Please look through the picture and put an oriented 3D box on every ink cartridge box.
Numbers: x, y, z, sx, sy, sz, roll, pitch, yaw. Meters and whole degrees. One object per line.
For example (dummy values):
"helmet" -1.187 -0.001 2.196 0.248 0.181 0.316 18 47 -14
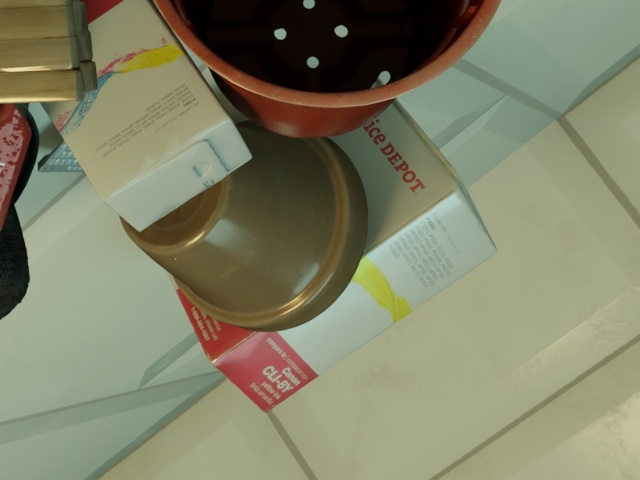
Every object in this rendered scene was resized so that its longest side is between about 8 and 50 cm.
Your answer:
"ink cartridge box" 0.000 0.000 1.537 0.385 0.279 0.160 -35 135 3
"ink cartridge box" -0.163 -0.120 0.990 0.127 0.176 0.128 -34 167 -2

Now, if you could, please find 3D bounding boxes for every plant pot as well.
"plant pot" -0.108 -0.039 1.314 0.263 0.263 0.229 -38 153 15
"plant pot" -0.001 -0.209 0.941 0.272 0.272 0.265 -33 175 -6

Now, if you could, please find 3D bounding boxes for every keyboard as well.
"keyboard" -0.217 -0.101 1.251 0.072 0.014 0.256 -38 172 17

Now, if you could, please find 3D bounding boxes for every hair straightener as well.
"hair straightener" -0.254 -0.123 0.901 0.047 0.089 0.230 5 111 -34

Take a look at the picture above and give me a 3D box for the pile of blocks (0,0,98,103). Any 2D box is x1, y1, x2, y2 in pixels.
"pile of blocks" -0.318 -0.103 0.823 0.362 0.149 0.112 -27 -172 7

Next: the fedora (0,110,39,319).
"fedora" -0.360 0.011 1.030 0.334 0.152 0.334 -33 168 -8
